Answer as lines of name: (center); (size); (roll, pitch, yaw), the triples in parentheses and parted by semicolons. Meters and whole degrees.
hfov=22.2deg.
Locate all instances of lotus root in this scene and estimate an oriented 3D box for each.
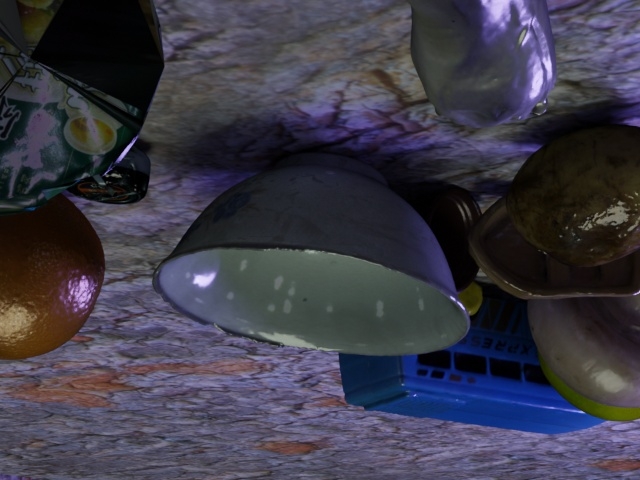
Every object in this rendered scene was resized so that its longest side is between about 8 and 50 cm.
lotus root: (0.266, -0.045, 1.499); (0.138, 0.138, 0.214); (13, 159, -35)

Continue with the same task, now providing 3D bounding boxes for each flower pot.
flower pot: (0.106, -0.001, 1.710); (0.089, 0.111, 0.111); (4, 169, 40)

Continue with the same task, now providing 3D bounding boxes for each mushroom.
mushroom: (0.346, 0.086, 1.812); (0.209, 0.206, 0.206); (-16, 157, 31)
mushroom: (0.104, -0.170, 1.158); (0.109, 0.097, 0.351); (-6, 158, 14)

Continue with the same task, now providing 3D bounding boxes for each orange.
orange: (-0.325, 0.026, 1.660); (0.206, 0.206, 0.206); (1, 163, 0)

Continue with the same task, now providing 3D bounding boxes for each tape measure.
tape measure: (-0.212, -0.066, 1.573); (0.094, 0.054, 0.091); (7, 165, 4)

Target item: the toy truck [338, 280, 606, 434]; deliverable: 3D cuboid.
toy truck: (0.208, 0.150, 2.082); (0.385, 0.162, 0.161); (12, 158, -33)

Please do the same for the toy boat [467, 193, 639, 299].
toy boat: (0.236, 0.005, 1.684); (0.188, 0.116, 0.061); (3, 170, -12)

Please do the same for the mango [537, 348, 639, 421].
mango: (0.388, 0.146, 2.030); (0.293, 0.175, 0.143); (23, 161, -39)

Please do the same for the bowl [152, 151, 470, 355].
bowl: (0.000, 0.000, 1.599); (0.313, 0.146, 0.313); (7, 161, 2)

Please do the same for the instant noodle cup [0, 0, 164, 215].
instant noodle cup: (-0.242, -0.121, 1.132); (0.240, 0.240, 0.178); (7, 171, -20)
